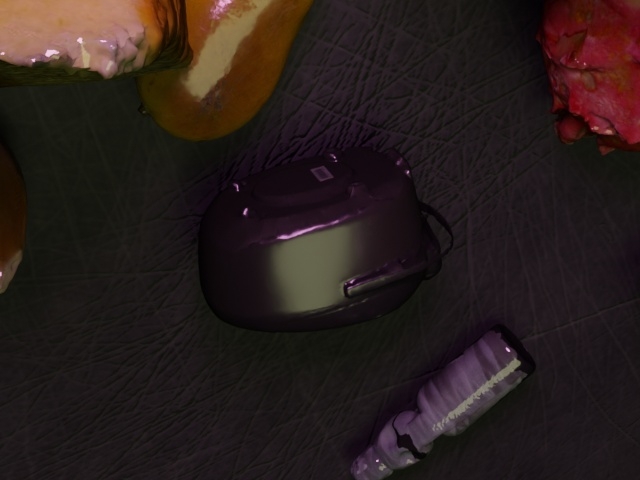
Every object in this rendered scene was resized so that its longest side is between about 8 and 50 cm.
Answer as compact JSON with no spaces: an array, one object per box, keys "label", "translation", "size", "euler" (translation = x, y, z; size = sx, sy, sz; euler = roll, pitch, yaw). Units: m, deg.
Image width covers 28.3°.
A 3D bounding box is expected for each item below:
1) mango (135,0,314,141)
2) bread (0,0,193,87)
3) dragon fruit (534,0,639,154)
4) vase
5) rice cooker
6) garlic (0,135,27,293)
[{"label":"mango","translation":[-0.066,-0.144,0.916],"size":[0.103,0.076,0.161],"euler":[32,107,-30]},{"label":"bread","translation":[-0.185,-0.101,0.654],"size":[0.233,0.361,0.244],"euler":[-4,128,-4]},{"label":"dragon fruit","translation":[0.255,-0.154,0.946],"size":[0.210,0.205,0.268],"euler":[33,141,2]},{"label":"vase","translation":[0.111,0.168,1.227],"size":[0.211,0.060,0.060],"euler":[-42,128,15]},{"label":"rice cooker","translation":[0.001,0.000,1.010],"size":[0.203,0.142,0.118],"euler":[-16,118,-12]},{"label":"garlic","translation":[-0.290,-0.048,0.874],"size":[0.090,0.128,0.198],"euler":[-29,135,24]}]
